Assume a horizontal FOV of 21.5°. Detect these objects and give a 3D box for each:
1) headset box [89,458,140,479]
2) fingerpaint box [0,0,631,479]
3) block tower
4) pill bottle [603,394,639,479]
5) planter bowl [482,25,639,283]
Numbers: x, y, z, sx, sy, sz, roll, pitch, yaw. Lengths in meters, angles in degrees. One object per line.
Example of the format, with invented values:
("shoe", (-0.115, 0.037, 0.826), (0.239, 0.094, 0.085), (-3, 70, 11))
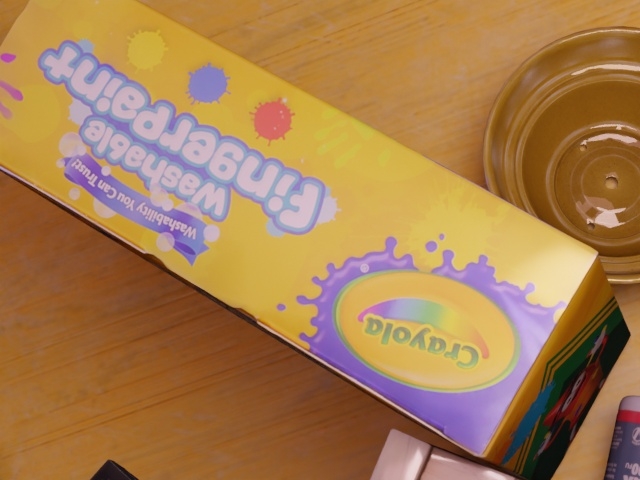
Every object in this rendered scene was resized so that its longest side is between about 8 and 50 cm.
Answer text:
("headset box", (-0.159, 0.331, 1.309), (0.131, 0.283, 0.246), (39, 81, 23))
("fingerpaint box", (0.000, 0.000, 1.289), (0.444, 0.371, 0.163), (30, 87, 18))
("block tower", (0.102, 0.207, 1.246), (0.097, 0.335, 0.091), (20, 85, 16))
("pill bottle", (0.270, 0.220, 1.325), (0.108, 0.108, 0.180), (11, 82, 14))
("planter bowl", (0.241, -0.059, 1.388), (0.217, 0.090, 0.217), (-1, 74, 5))
